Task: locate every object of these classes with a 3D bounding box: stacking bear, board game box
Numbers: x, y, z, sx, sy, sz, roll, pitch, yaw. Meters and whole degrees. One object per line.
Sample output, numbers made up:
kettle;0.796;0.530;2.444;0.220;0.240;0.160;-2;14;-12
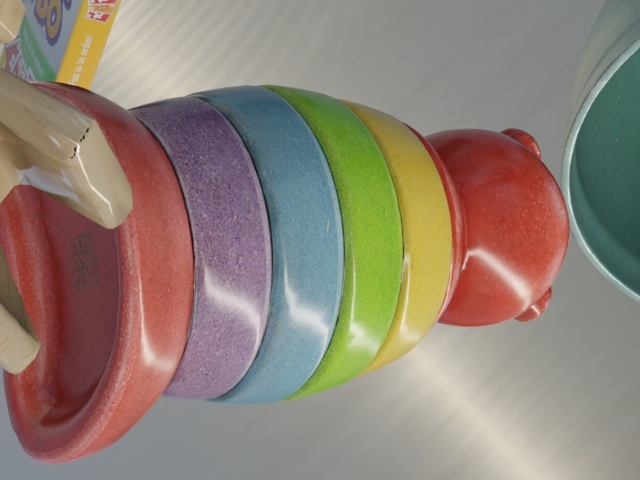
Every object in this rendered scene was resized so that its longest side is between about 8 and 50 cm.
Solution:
stacking bear;0.000;0.000;0.660;0.289;0.175;0.164;-5;173;-34
board game box;-0.188;-0.172;0.968;0.039;0.124;0.259;1;142;-30

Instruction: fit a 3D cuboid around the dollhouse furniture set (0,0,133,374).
dollhouse furniture set;-0.279;0.010;0.288;0.362;0.256;0.394;-58;166;-15

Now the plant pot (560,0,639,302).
plant pot;0.298;-0.107;0.848;0.293;0.196;0.293;3;134;3
